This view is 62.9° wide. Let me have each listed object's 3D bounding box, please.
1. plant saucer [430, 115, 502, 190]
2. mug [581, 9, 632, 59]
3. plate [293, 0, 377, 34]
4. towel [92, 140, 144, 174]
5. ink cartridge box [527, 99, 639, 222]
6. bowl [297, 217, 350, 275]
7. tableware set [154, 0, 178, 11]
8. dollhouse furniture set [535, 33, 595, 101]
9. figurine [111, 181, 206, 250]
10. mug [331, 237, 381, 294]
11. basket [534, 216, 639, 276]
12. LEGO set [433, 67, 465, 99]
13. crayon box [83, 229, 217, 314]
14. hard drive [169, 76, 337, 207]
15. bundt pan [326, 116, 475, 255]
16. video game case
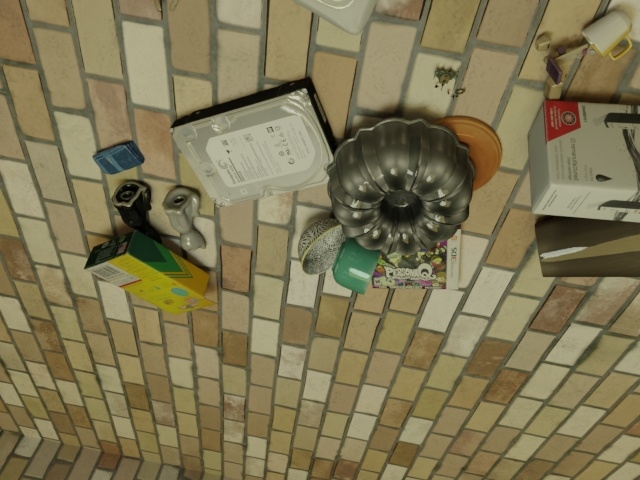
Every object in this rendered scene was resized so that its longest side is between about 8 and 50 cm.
[{"bbox_3d":[0.293,-0.174,1.143,0.200,0.037,0.200,6,132,6],"label":"plant saucer"},{"bbox_3d":[0.509,-0.364,0.919,0.064,0.062,0.078,-40,145,27],"label":"mug"},{"bbox_3d":[0.000,-0.501,0.829,0.278,0.045,0.277,24,133,-10],"label":"plate"},{"bbox_3d":[-0.496,-0.199,1.285,0.119,0.029,0.067,-14,129,22],"label":"towel"},{"bbox_3d":[0.551,-0.148,0.990,0.272,0.197,0.114,5,155,5],"label":"ink cartridge box"},{"bbox_3d":[0.000,0.000,1.313,0.080,0.170,0.170,47,142,29],"label":"bowl"},{"bbox_3d":[-0.290,-0.518,0.945,0.128,0.039,0.194,32,130,-17],"label":"tableware set"},{"bbox_3d":[0.455,-0.326,0.977,0.081,0.091,0.114,-23,154,6],"label":"dollhouse furniture set"},{"bbox_3d":[-0.412,-0.046,1.380,0.214,0.092,0.209,7,141,5],"label":"figurine"},{"bbox_3d":[0.082,0.065,1.292,0.097,0.129,0.158,22,136,4],"label":"mug"},{"bbox_3d":[0.609,0.005,1.172,0.226,0.154,0.204,-9,129,23],"label":"basket"},{"bbox_3d":[0.252,-0.317,1.036,0.054,0.023,0.083,-12,142,24],"label":"LEGO set"},{"bbox_3d":[-0.462,0.101,1.471,0.202,0.081,0.318,-16,140,33],"label":"crayon box"},{"bbox_3d":[-0.139,-0.207,1.184,0.338,0.064,0.237,-9,129,20],"label":"hard drive"},{"bbox_3d":[0.172,-0.090,1.120,0.330,0.124,0.331,2,134,2],"label":"bundt pan"},{"bbox_3d":[0.241,0.041,1.346,0.232,0.042,0.210,0,130,11],"label":"video game case"}]
